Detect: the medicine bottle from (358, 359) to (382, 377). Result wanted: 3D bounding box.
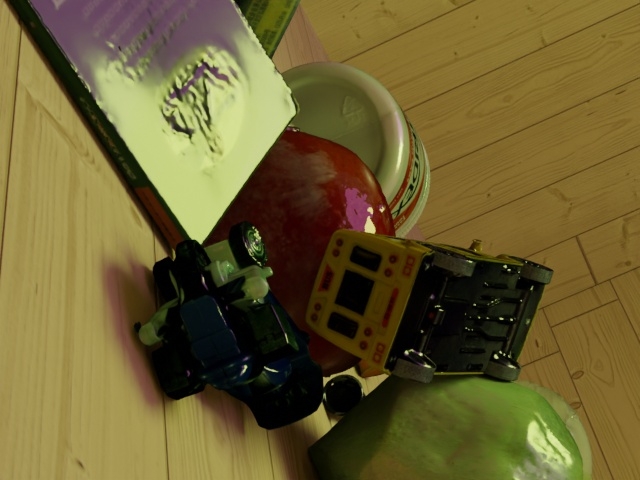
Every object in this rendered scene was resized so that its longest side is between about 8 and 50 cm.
[{"bbox_3d":[0.078,0.120,2.120,0.096,0.096,0.192,40,28,-70],"label":"medicine bottle"}]

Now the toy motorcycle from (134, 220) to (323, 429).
[{"bbox_3d":[-0.075,0.093,1.272,0.331,0.125,0.196,30,35,-81],"label":"toy motorcycle"}]

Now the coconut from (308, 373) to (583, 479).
[{"bbox_3d":[0.140,0.290,1.530,0.328,0.328,0.281,59,42,-37],"label":"coconut"}]

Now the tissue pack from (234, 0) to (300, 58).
[{"bbox_3d":[-0.114,-0.261,1.586,0.081,0.257,0.185,11,41,-24],"label":"tissue pack"}]

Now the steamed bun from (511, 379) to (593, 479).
[{"bbox_3d":[0.318,0.412,2.215,0.309,0.309,0.309,-24,90,-81],"label":"steamed bun"}]

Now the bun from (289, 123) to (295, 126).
[{"bbox_3d":[-0.086,-0.100,1.723,0.183,0.102,0.183,37,33,-30],"label":"bun"}]

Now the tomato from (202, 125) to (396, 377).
[{"bbox_3d":[0.003,-0.005,1.523,0.309,0.170,0.309,28,44,-31],"label":"tomato"}]

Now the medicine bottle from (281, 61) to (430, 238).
[{"bbox_3d":[0.022,-0.113,1.906,0.241,0.252,0.252,34,33,-74],"label":"medicine bottle"}]

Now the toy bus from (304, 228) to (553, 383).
[{"bbox_3d":[0.131,0.066,1.432,0.331,0.151,0.145,9,101,-58],"label":"toy bus"}]

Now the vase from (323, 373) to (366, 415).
[{"bbox_3d":[0.054,0.234,1.814,0.167,0.059,0.059,48,21,-64],"label":"vase"}]

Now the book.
[{"bbox_3d":[-0.170,-0.203,1.343,0.371,0.043,0.260,60,43,-29],"label":"book"}]
